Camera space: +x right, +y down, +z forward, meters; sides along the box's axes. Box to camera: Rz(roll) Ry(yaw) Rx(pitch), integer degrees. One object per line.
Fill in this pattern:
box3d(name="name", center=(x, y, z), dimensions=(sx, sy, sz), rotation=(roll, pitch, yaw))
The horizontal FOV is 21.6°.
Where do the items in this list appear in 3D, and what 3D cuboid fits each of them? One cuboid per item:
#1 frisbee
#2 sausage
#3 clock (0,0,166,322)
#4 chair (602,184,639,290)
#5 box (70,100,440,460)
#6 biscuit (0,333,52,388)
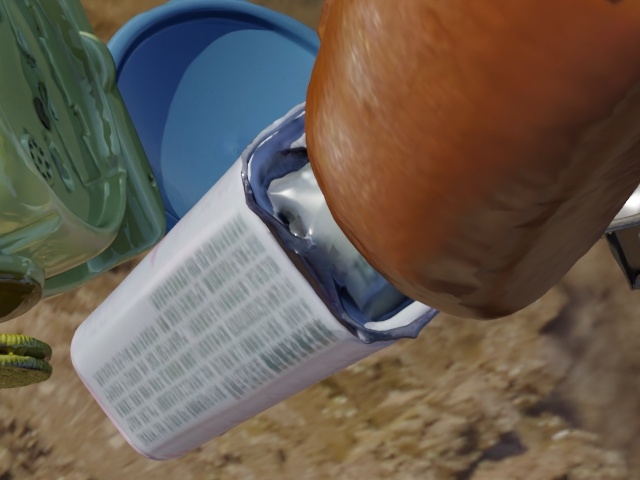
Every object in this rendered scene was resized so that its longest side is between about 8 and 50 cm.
box3d(name="frisbee", center=(-0.068, -0.087, 1.476), dimensions=(0.289, 0.049, 0.289), rotation=(13, 56, -20))
box3d(name="sausage", center=(0.064, -0.072, 0.380), dimensions=(0.094, 0.348, 0.097), rotation=(-39, 81, -23))
box3d(name="clock", center=(-0.225, -0.089, 1.088), dimensions=(0.117, 0.348, 0.286), rotation=(-22, 96, 11))
box3d(name="chair", center=(0.214, -0.063, 1.443), dimensions=(0.175, 0.326, 0.183), rotation=(-4, 79, 10))
box3d(name="box", center=(0.000, 0.000, 0.825), dimensions=(0.190, 0.369, 0.112), rotation=(-39, 89, -25))
box3d(name="biscuit", center=(-0.209, 0.076, 1.044), dimensions=(0.084, 0.084, 0.023), rotation=(1, 73, -14))
